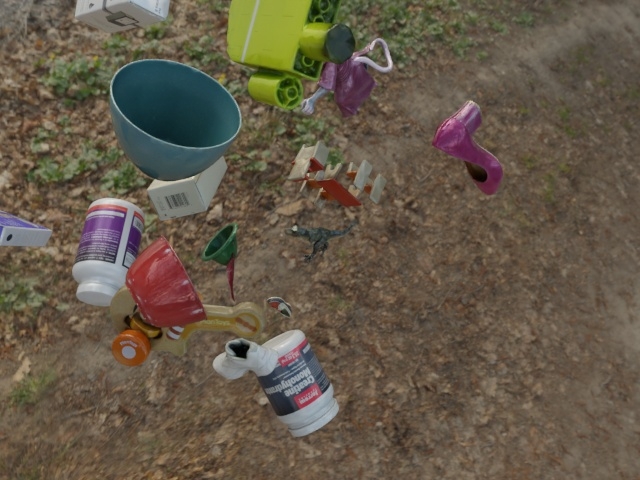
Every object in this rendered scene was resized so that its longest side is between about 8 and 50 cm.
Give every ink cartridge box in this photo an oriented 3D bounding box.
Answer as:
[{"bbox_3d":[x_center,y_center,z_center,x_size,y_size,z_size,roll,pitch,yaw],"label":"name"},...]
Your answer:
[{"bbox_3d":[-0.521,-0.682,1.430,0.115,0.273,0.198,10,88,-52],"label":"ink cartridge box"},{"bbox_3d":[-0.655,-0.043,1.008,0.206,0.208,0.045,21,87,3],"label":"ink cartridge box"}]

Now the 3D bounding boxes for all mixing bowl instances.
[{"bbox_3d":[-0.294,0.092,0.989,0.098,0.181,0.181,-30,80,-19],"label":"mixing bowl"}]

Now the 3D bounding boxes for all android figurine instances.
[{"bbox_3d":[-0.039,-0.294,0.673,0.056,0.273,0.248,8,103,-37],"label":"android figurine"}]

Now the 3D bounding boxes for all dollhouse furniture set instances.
[{"bbox_3d":[0.027,-0.179,1.687,0.259,0.262,0.135,38,64,-36],"label":"dollhouse furniture set"}]

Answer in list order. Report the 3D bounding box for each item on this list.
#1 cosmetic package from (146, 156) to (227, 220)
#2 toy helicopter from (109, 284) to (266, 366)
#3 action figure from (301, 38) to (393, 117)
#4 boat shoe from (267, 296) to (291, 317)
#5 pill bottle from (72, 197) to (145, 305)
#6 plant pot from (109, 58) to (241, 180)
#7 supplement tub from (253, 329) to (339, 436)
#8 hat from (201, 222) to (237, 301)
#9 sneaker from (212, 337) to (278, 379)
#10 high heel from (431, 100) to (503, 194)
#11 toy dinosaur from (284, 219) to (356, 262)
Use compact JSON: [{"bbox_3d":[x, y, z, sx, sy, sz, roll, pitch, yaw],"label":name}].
[{"bbox_3d":[-0.414,-0.197,1.707,0.160,0.113,0.309,-12,31,9],"label":"cosmetic package"},{"bbox_3d":[-0.302,0.158,1.231,0.355,0.235,0.140,3,19,1],"label":"toy helicopter"},{"bbox_3d":[0.055,-0.520,1.622,0.370,0.276,0.248,16,51,-63],"label":"action figure"},{"bbox_3d":[-0.150,0.247,1.992,0.137,0.049,0.043,40,36,-52],"label":"boat shoe"},{"bbox_3d":[-0.679,0.038,1.719,0.181,0.181,0.323,14,59,-21],"label":"pill bottle"},{"bbox_3d":[-0.354,-0.252,1.265,0.290,0.195,0.290,17,46,-18],"label":"plant pot"},{"bbox_3d":[-0.079,0.428,1.630,0.191,0.191,0.272,-30,92,-36],"label":"supplement tub"},{"bbox_3d":[-0.319,0.068,1.979,0.208,0.173,0.183,-45,115,1],"label":"hat"},{"bbox_3d":[-0.222,0.305,1.439,0.115,0.232,0.090,44,46,-30],"label":"sneaker"},{"bbox_3d":[0.286,-0.147,1.053,0.117,0.244,0.082,-46,51,-12],"label":"high heel"},{"bbox_3d":[0.000,0.000,1.666,0.268,0.118,0.064,-7,41,-40],"label":"toy dinosaur"}]
